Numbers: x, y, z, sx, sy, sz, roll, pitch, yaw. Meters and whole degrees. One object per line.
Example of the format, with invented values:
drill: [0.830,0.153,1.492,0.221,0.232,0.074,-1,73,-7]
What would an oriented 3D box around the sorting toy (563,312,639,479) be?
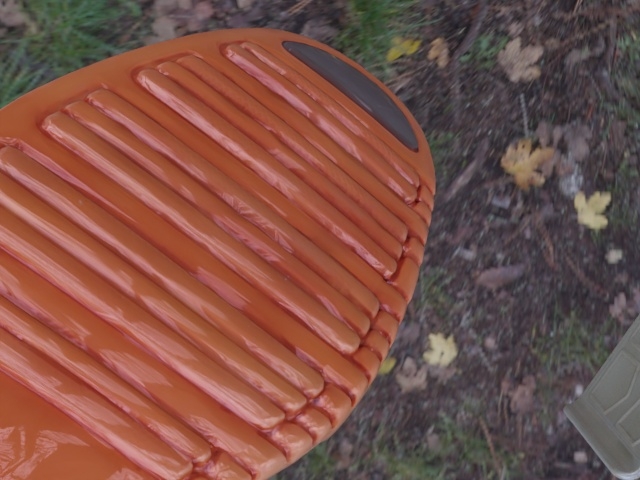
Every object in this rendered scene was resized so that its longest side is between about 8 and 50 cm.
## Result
sorting toy: [0.399,0.167,1.382,0.041,0.307,0.229,36,98,-14]

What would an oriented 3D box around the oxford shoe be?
oxford shoe: [-0.088,0.064,0.357,0.130,0.363,0.132,40,142,2]
